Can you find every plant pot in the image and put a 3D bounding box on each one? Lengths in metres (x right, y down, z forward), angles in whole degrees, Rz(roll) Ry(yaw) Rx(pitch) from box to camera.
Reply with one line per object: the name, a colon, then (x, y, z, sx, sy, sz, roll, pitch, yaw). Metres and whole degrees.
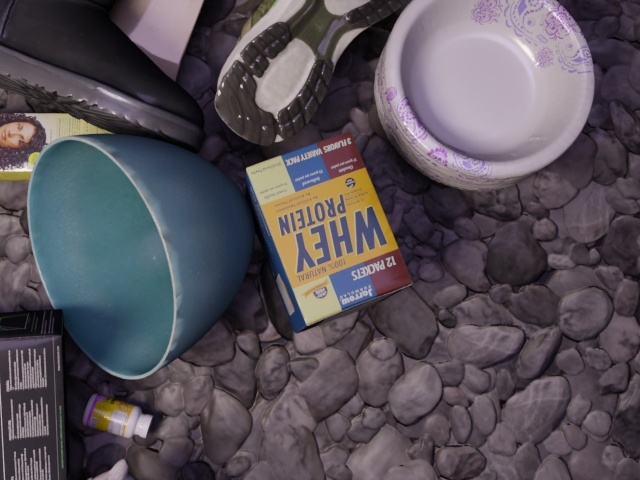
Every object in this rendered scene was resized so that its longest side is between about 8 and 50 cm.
plant pot: (-0.196, -0.001, 0.948, 0.195, 0.290, 0.290, -22, 82, -45)

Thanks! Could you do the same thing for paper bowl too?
paper bowl: (0.216, -0.208, 1.064, 0.284, 0.148, 0.284, 1, 80, -6)

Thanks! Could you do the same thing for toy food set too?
toy food set: (-0.257, -0.377, 1.085, 0.220, 0.092, 0.306, 20, 87, -2)

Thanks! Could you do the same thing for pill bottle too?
pill bottle: (-0.261, 0.230, 0.994, 0.083, 0.043, 0.043, 18, 79, -3)

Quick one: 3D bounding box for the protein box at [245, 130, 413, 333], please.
protein box: (0.000, 0.000, 0.979, 0.136, 0.201, 0.199, -21, 83, -9)

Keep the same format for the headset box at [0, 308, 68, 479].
headset box: (-0.437, 0.218, 0.876, 0.283, 0.131, 0.246, -3, 99, -18)

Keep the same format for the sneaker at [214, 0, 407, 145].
sneaker: (-0.016, -0.322, 1.038, 0.158, 0.182, 0.410, 42, 86, -30)

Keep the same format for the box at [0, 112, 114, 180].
box: (-0.356, -0.125, 1.038, 0.232, 0.058, 0.087, -2, 81, -7)

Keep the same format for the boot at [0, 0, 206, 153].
boot: (-0.241, -0.373, 0.968, 0.367, 0.146, 0.445, 22, 84, 2)

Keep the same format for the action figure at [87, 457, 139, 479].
action figure: (-0.146, 0.383, 0.845, 0.341, 0.178, 0.330, -26, 73, -40)
